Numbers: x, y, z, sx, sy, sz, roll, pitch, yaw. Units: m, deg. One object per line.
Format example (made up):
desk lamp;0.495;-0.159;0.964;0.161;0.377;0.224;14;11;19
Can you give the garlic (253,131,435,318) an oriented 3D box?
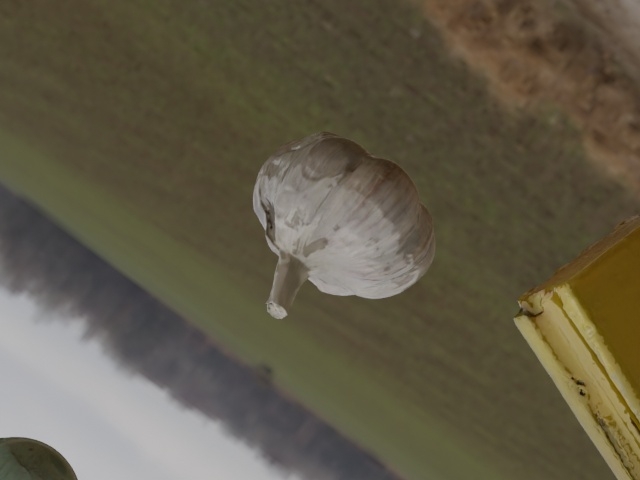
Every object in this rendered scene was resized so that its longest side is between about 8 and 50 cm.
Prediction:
garlic;0.000;0.000;1.830;0.219;0.212;0.218;34;156;17

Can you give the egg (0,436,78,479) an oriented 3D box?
egg;-0.299;0.259;1.544;0.131;0.164;0.131;42;162;17

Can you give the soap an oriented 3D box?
soap;0.362;0.144;1.692;0.324;0.204;0.096;57;150;-3
